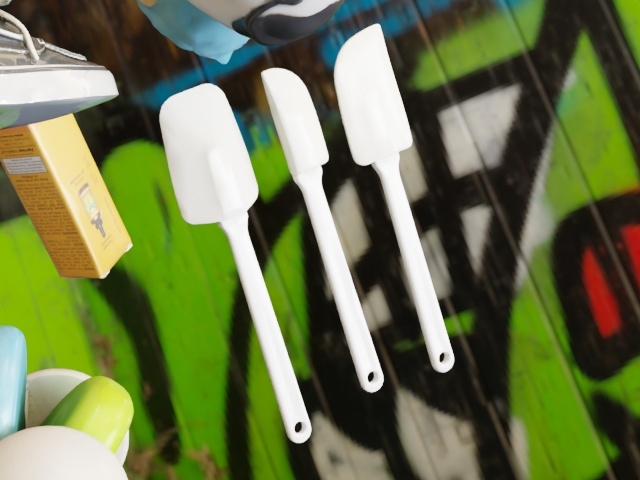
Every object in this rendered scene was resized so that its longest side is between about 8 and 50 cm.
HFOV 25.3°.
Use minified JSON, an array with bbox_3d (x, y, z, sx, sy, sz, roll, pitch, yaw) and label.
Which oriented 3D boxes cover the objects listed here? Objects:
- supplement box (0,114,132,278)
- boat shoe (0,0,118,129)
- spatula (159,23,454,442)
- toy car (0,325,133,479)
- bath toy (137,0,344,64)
[{"bbox_3d":[-0.308,-0.067,1.670,0.080,0.233,0.078,-4,-147,32],"label":"supplement box"},{"bbox_3d":[-0.281,-0.148,1.154,0.113,0.105,0.306,-15,178,35],"label":"boat shoe"},{"bbox_3d":[0.000,0.000,0.922,0.168,0.242,0.019,-24,-162,-27],"label":"spatula"},{"bbox_3d":[-0.181,0.117,0.699,0.182,0.136,0.159,-42,-167,2],"label":"toy car"},{"bbox_3d":[0.039,-0.168,0.695,0.129,0.151,0.348,26,166,-26],"label":"bath toy"}]
